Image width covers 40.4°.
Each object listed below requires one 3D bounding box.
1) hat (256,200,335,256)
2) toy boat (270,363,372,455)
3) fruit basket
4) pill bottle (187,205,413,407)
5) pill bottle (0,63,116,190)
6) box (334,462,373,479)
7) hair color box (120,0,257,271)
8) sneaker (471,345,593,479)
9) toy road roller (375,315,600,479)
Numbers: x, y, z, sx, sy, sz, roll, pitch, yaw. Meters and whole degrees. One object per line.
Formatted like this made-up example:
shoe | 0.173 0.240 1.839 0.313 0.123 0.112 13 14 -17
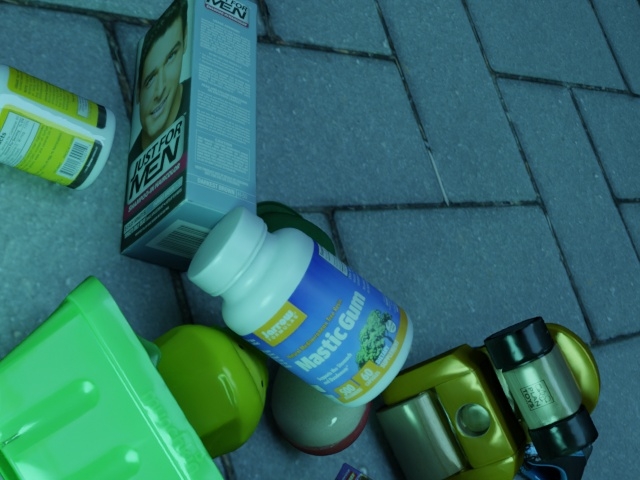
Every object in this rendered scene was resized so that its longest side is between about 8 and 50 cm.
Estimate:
hat | 0.000 0.000 1.320 0.173 0.184 0.208 -11 75 -45
toy boat | 0.024 0.215 1.280 0.151 0.151 0.231 63 34 -40
fruit basket | -0.176 0.209 1.013 0.392 0.283 0.391 7 73 -24
pill bottle | -0.027 0.080 1.098 0.272 0.152 0.152 37 47 -19
pill bottle | -0.380 -0.152 1.107 0.209 0.119 0.119 22 54 -33
box | 0.100 0.450 1.130 0.293 0.057 0.200 36 78 -20
hair color box | -0.184 -0.166 1.243 0.114 0.185 0.374 19 56 -33
sneaker | 0.349 0.317 1.507 0.341 0.125 0.139 43 47 -15
toy road roller | 0.275 0.250 1.370 0.202 0.330 0.241 65 22 5
